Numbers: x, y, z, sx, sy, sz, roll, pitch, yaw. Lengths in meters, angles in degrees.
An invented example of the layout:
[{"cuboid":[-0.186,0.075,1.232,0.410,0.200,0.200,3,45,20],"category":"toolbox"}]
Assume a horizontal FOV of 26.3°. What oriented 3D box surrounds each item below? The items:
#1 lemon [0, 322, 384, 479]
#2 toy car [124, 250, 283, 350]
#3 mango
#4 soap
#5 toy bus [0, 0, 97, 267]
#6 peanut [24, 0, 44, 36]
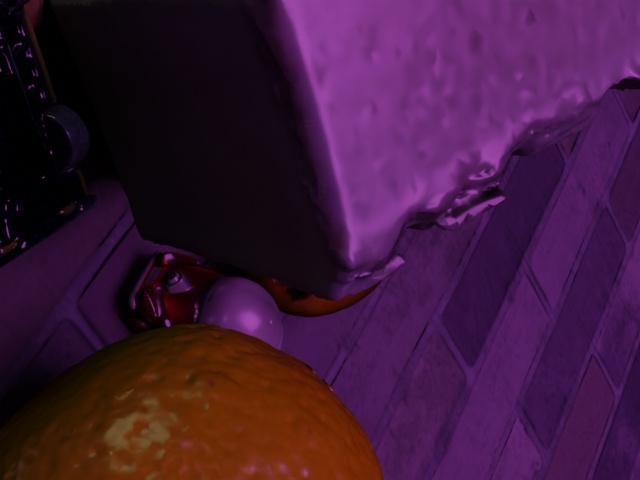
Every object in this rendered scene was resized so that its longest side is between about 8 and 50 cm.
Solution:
[{"cuboid":[-0.107,0.224,0.979,0.336,0.336,0.336,11,76,-51],"category":"lemon"},{"cuboid":[-0.090,0.071,1.185,0.139,0.112,0.112,53,47,-35],"category":"toy car"},{"cuboid":[0.000,0.000,1.308,0.138,0.113,0.253,42,20,10],"category":"mango"},{"cuboid":[-0.007,-0.156,1.041,0.350,0.435,0.213,-35,114,-25],"category":"soap"},{"cuboid":[-0.273,-0.117,0.945,0.128,0.150,0.262,-40,121,-49],"category":"toy bus"},{"cuboid":[-0.253,-0.238,1.036,0.099,0.099,0.214,6,83,-52],"category":"peanut"}]
